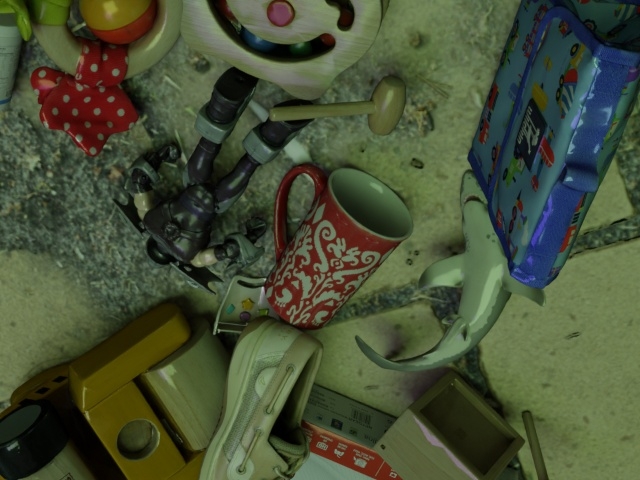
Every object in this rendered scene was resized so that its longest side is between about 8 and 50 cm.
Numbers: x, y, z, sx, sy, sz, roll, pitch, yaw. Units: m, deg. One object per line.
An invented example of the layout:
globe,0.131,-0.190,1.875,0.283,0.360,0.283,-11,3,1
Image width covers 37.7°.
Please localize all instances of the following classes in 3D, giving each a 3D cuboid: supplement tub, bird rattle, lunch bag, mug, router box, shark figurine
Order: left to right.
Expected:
supplement tub,-0.375,-0.206,1.053,0.071,0.071,0.107,20,118,-1
bird rattle,-0.234,-0.222,0.981,0.206,0.143,0.254,-29,128,-3
mug,0.008,0.003,1.093,0.113,0.150,0.169,9,131,-37
router box,0.053,0.376,1.269,0.335,0.082,0.301,23,119,-2
shark figurine,0.174,0.079,1.095,0.166,0.116,0.278,40,113,27
lunch bag,0.233,-0.104,0.875,0.138,0.293,0.221,16,118,1

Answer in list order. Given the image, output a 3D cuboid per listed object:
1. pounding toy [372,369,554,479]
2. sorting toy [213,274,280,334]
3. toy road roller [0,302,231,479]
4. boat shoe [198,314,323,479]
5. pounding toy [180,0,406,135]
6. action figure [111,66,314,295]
pounding toy,0.196,0.271,1.152,0.206,0.181,0.094,44,123,14
sorting toy,-0.089,0.080,1.169,0.083,0.045,0.075,8,104,-15
toy road roller,-0.274,0.227,1.214,0.329,0.240,0.203,-34,112,-16
boat shoe,-0.067,0.243,1.113,0.098,0.109,0.303,20,104,25
pounding toy,-0.021,-0.218,0.938,0.269,0.155,0.154,24,123,-3
action figure,-0.125,-0.058,1.062,0.185,0.099,0.285,36,123,-5
